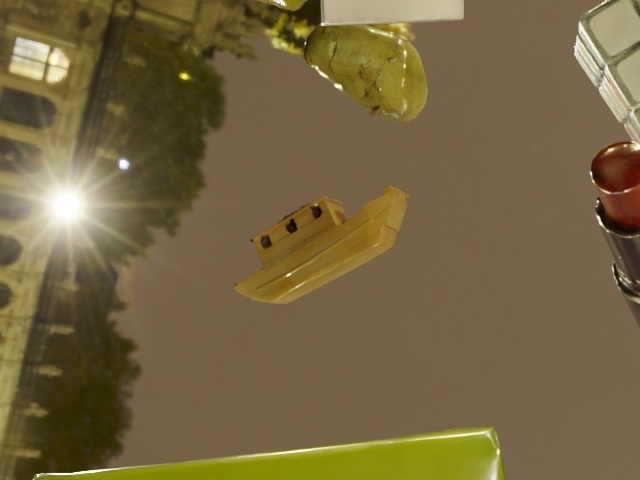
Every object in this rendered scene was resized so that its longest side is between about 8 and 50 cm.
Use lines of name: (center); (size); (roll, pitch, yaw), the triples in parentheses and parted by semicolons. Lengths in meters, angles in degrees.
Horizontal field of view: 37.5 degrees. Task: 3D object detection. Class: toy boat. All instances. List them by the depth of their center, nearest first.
toy boat: (0.000, 0.000, 0.961); (0.200, 0.057, 0.077); (-29, -109, 20)

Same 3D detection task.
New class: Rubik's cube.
Rubik's cube: (0.485, -0.217, 1.156); (0.259, 0.256, 0.253); (-33, 176, 13)

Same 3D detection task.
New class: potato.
potato: (0.059, -0.226, 1.222); (0.188, 0.085, 0.105); (29, -67, 23)

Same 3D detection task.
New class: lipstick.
lipstick: (0.289, 0.015, 0.810); (0.081, 0.299, 0.081); (-16, -129, 21)

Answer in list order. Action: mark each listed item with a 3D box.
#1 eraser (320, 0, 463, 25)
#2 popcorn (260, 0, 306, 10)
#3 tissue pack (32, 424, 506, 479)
eraser: (0.050, -0.229, 0.663); (0.023, 0.104, 0.150); (-109, -164, -77)
popcorn: (-0.038, -0.239, 0.357); (0.312, 0.312, 0.312); (-167, -90, -68)
tissue pack: (-0.025, 0.233, 0.585); (0.167, 0.275, 0.200); (101, -17, -72)
